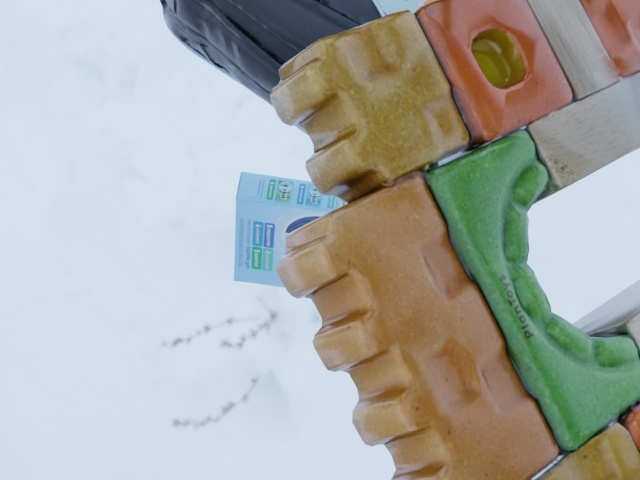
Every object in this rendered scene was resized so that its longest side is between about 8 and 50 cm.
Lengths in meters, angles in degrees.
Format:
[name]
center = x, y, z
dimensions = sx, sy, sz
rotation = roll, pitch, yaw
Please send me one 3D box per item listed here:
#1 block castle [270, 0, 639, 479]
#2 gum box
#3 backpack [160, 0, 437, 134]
[block castle]
center = 0.141, -0.023, 0.327
dimensions = 0.303, 0.213, 0.453
rotation = -30, 87, 57
[gum box]
center = 0.000, 0.000, 1.256
dimensions = 0.184, 0.041, 0.157
rotation = 8, 145, 0
[backpack]
center = 0.000, -0.216, 1.014
dimensions = 0.253, 0.191, 0.225
rotation = 44, 145, 17
